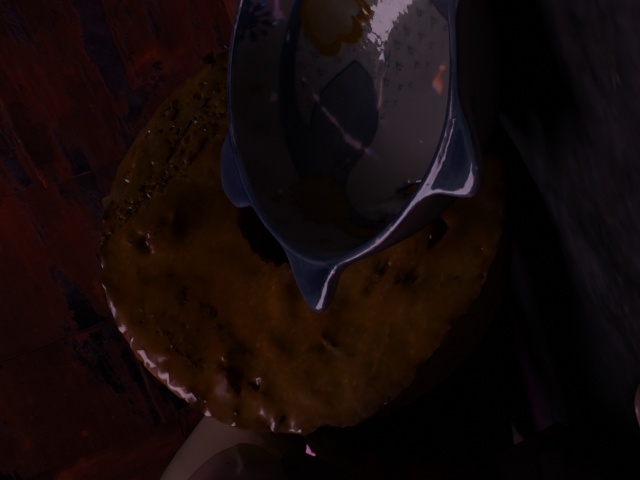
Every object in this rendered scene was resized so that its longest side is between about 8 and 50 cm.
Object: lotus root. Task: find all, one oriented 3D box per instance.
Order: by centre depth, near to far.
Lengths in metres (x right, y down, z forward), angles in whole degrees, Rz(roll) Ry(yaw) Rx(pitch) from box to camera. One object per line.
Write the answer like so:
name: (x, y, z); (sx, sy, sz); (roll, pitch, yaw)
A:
lotus root: (0.024, 0.092, 0.954); (0.250, 0.250, 0.346); (-120, 5, -66)

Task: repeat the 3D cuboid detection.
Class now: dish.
dish: (0.037, -0.077, 0.632); (0.236, 0.086, 0.228); (-5, 87, 55)

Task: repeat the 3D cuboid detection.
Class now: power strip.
power strip: (0.199, 0.283, 0.864); (0.091, 0.062, 0.385); (-121, 9, -55)

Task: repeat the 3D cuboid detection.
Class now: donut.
donut: (-0.002, -0.002, 0.749); (0.108, 0.277, 0.278); (39, -156, -59)

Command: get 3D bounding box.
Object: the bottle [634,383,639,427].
bottle: (0.163, 0.111, 0.452); (0.053, 0.053, 0.140); (-121, 10, -70)

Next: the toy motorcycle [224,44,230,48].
toy motorcycle: (-0.020, -0.152, 1.181); (0.275, 0.127, 0.205); (-56, -55, -86)

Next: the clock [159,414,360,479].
clock: (0.031, 0.230, 0.710); (0.284, 0.114, 0.309); (36, -178, -10)
